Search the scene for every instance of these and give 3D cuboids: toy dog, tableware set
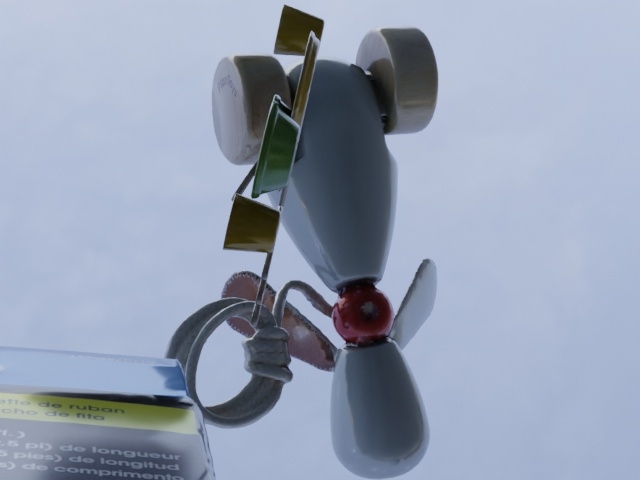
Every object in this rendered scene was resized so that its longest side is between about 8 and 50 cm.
[{"bbox_3d":[0.000,0.000,1.191,0.220,0.161,0.333,14,-99,-15],"label":"toy dog"},{"bbox_3d":[-0.019,-0.046,0.654,0.024,0.104,0.154,13,-143,-1],"label":"tableware set"}]

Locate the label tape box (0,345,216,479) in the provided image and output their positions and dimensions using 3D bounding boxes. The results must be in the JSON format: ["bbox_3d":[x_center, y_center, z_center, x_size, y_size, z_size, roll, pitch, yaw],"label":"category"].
[{"bbox_3d":[-0.159,0.127,0.507,0.249,0.115,0.347,5,-169,-10],"label":"label tape box"}]
